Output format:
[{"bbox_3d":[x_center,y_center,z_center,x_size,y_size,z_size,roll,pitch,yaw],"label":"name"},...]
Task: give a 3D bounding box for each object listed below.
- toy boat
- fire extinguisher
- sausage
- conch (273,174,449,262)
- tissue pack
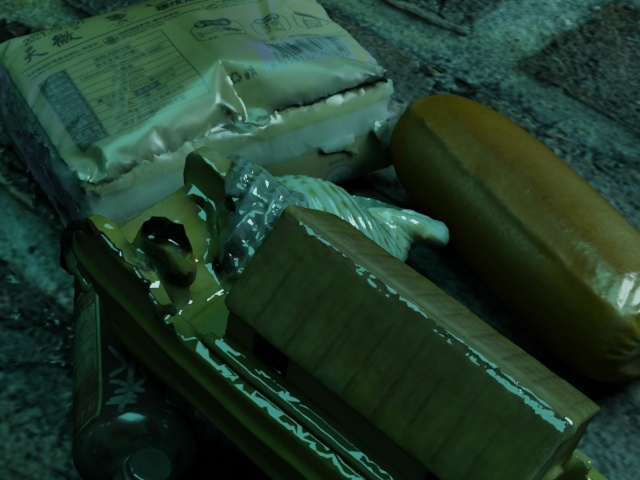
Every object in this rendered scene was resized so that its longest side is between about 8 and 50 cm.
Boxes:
[{"bbox_3d":[0.060,0.095,0.703,0.445,0.162,0.136,39,50,20],"label":"toy boat"},{"bbox_3d":[-0.129,0.105,0.805,0.106,0.075,0.252,-6,42,-3],"label":"fire extinguisher"},{"bbox_3d":[0.143,-0.009,0.912,0.105,0.105,0.274,-20,45,-22],"label":"sausage"},{"bbox_3d":[-0.004,0.006,0.898,0.153,0.102,0.135,16,16,-34],"label":"conch"},{"bbox_3d":[-0.098,-0.106,1.012,0.257,0.123,0.215,-19,42,-22],"label":"tissue pack"}]
